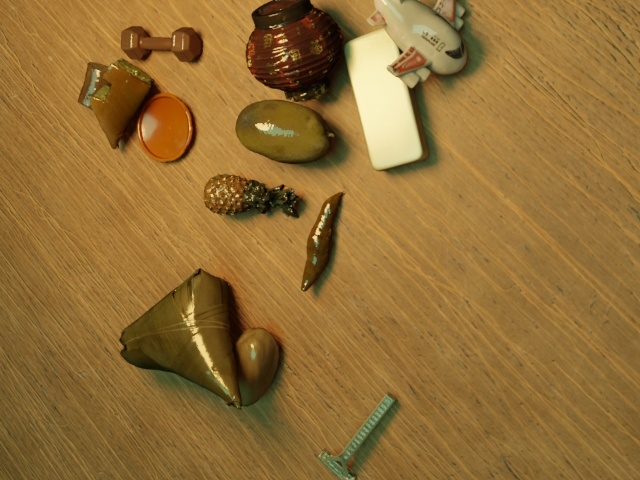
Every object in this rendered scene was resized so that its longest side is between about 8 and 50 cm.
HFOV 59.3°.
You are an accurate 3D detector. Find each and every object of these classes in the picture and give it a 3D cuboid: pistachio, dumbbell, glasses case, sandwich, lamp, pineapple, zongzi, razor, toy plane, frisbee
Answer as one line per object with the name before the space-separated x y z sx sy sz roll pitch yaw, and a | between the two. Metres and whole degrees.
pistachio | -0.185 0.338 1.515 0.136 0.136 0.226 19 108 20
dumbbell | -0.438 -0.538 1.536 0.231 0.082 0.092 9 99 22
glasses case | 0.153 -0.326 1.315 0.131 0.070 0.313 -14 90 24
sandwich | -0.572 -0.384 1.580 0.128 0.122 0.236 30 113 -23
lamp | -0.061 -0.443 1.316 0.247 0.247 0.247 3 97 23
pineapple | -0.175 -0.112 1.461 0.251 0.125 0.125 8 99 17
zongzi | -0.402 0.334 1.498 0.447 0.181 0.418 -36 55 22
razor | 0.103 0.502 1.443 0.111 0.056 0.278 38 109 16
toy plane | 0.216 -0.454 1.212 0.252 0.118 0.252 0 90 -18
frisbee | -0.434 -0.317 1.586 0.192 0.035 0.192 3 97 25

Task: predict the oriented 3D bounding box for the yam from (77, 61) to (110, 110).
yam | -0.655 -0.448 1.642 0.084 0.084 0.127 28 109 18

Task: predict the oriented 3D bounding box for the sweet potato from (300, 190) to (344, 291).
sweet potato | 0.000 0.000 1.426 0.067 0.067 0.274 20 99 20

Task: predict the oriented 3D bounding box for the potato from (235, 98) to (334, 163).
potato | -0.081 -0.260 1.365 0.251 0.174 0.159 9 120 20
